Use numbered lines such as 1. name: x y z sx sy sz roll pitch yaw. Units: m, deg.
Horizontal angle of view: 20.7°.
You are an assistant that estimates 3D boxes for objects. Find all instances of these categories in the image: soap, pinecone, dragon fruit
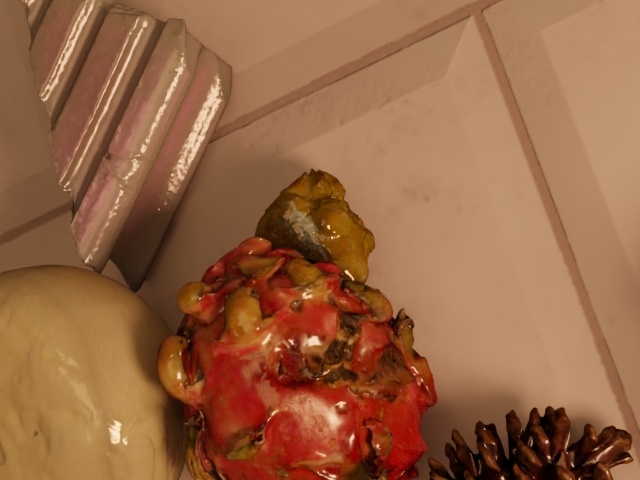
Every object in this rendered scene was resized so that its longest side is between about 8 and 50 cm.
1. soap: -0.268 -0.133 2.007 0.258 0.159 0.302 26 92 23
2. pinecone: 0.210 0.251 1.719 0.185 0.212 0.168 -144 40 -63
3. dragon fruit: -0.037 0.143 1.768 0.250 0.269 0.291 -21 112 33

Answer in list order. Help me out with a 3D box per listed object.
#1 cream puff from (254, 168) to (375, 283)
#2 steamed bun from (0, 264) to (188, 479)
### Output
1. cream puff: 0.000 0.000 1.892 0.146 0.116 0.146 18 131 22
2. steamed bun: -0.265 0.183 1.895 0.334 0.233 0.312 39 118 27
